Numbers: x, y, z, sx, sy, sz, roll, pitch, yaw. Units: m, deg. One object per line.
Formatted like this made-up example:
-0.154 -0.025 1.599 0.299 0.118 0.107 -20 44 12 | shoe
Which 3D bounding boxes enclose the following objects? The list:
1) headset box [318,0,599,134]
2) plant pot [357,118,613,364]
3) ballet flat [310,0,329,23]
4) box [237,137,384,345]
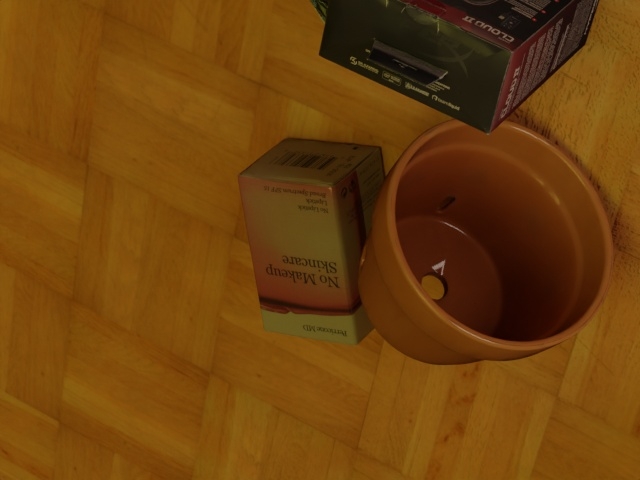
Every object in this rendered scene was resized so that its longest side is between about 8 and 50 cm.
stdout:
0.152 -0.245 1.972 0.218 0.293 0.110 26 128 18 | headset box
0.174 0.024 2.150 0.291 0.291 0.203 47 149 2 | plant pot
-0.003 -0.310 2.195 0.070 0.070 0.188 -34 92 42 | ballet flat
0.000 0.000 2.331 0.148 0.127 0.232 7 120 30 | box
